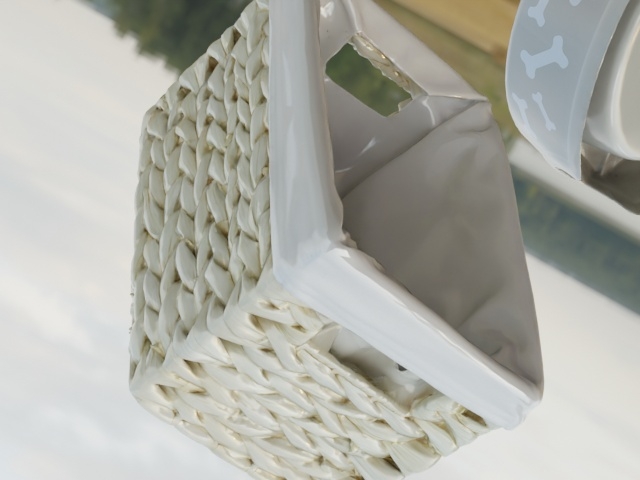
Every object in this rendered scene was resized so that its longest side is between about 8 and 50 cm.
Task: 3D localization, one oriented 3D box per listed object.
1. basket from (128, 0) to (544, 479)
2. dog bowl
[{"bbox_3d":[0.000,0.000,0.661,0.113,0.103,0.167,37,-150,-30],"label":"basket"},{"bbox_3d":[0.285,-0.190,1.501,0.102,0.348,0.349,37,-172,30],"label":"dog bowl"}]
